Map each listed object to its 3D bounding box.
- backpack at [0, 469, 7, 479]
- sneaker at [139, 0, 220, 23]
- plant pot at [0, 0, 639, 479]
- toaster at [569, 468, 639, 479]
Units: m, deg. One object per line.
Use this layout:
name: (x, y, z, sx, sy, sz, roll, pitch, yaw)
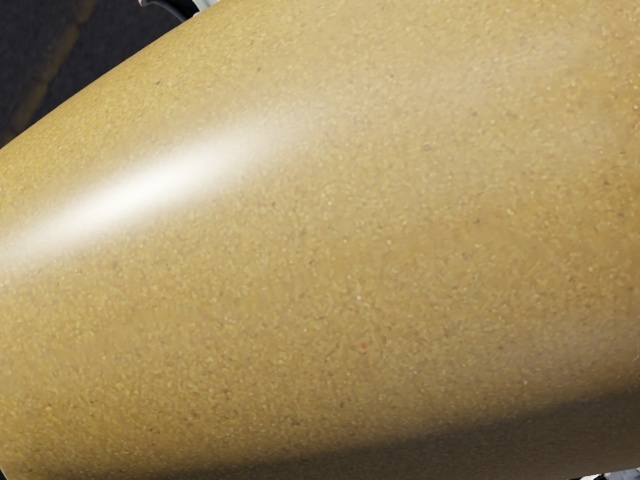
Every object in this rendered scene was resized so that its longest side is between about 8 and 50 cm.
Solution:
backpack: (-0.317, 0.224, 1.436, 0.182, 0.152, 0.115, -19, 61, 10)
sneaker: (-0.140, -0.335, 1.890, 0.319, 0.112, 0.131, 33, 63, 0)
plant pot: (0.000, 0.000, 0.443, 0.254, 0.237, 0.237, -17, 76, -5)
toaster: (0.303, 0.330, 1.325, 0.227, 0.129, 0.146, -39, 111, 6)
